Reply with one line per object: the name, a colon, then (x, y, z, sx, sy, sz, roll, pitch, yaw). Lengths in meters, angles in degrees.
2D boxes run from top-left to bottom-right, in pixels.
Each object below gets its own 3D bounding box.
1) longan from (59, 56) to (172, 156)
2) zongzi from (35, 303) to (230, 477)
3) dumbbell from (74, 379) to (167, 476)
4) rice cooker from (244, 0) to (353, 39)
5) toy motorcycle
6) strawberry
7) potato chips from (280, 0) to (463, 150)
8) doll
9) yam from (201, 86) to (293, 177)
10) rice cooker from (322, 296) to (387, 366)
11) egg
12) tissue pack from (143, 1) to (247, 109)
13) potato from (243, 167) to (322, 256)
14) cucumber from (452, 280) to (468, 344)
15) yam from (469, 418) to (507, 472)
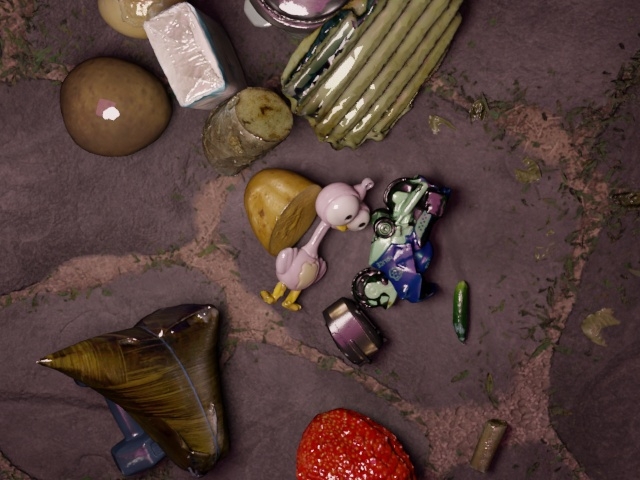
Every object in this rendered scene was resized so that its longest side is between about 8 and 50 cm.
longan: (-0.460, -0.302, 1.709, 0.246, 0.215, 0.246, 9, 70, -24)
zongzi: (-0.398, 0.373, 1.675, 0.208, 0.432, 0.403, -1, 99, 42)
dumbbell: (-0.481, 0.402, 1.833, 0.156, 0.143, 0.316, -24, 95, 5)
rice cooker: (-0.024, -0.553, 1.583, 0.316, 0.316, 0.264, -29, 95, 9)
toy motorcycle: (0.199, 0.016, 1.730, 0.196, 0.125, 0.331, 18, 102, -5)
strawberry: (0.080, 0.524, 1.758, 0.238, 0.250, 0.288, -32, 68, 15)
potato chips: (0.121, -0.379, 1.590, 0.429, 0.358, 0.070, -51, 51, 19)
doll: (0.000, -0.001, 1.736, 0.365, 0.160, 0.094, -51, 49, 13)
yam: (-0.169, -0.242, 1.655, 0.154, 0.254, 0.154, 6, 77, -25)
rice cooker: (0.076, 0.212, 1.770, 0.106, 0.112, 0.165, -44, 97, 3)
egg: (-0.398, -0.531, 1.690, 0.201, 0.164, 0.164, 1, 98, 10)
tissue pack: (-0.260, -0.389, 1.640, 0.124, 0.271, 0.201, -20, 96, 7)
potato: (-0.105, -0.085, 1.730, 0.158, 0.203, 0.178, 38, 62, 23)
cucumber: (0.329, 0.171, 1.778, 0.037, 0.037, 0.155, -1, 97, 6)
yam: (0.400, 0.489, 1.807, 0.054, 0.054, 0.132, 20, 100, 2)
